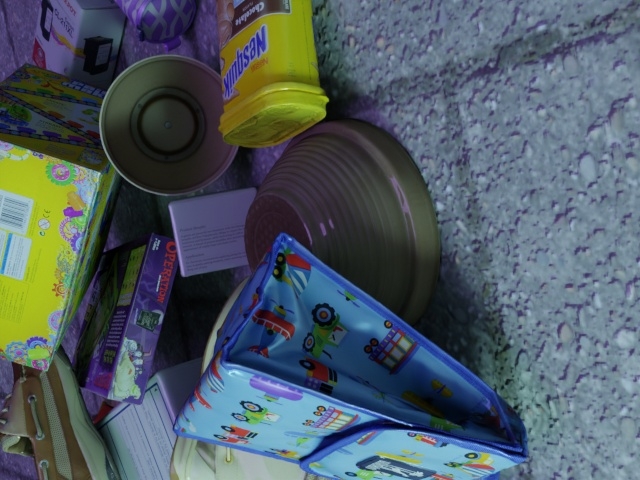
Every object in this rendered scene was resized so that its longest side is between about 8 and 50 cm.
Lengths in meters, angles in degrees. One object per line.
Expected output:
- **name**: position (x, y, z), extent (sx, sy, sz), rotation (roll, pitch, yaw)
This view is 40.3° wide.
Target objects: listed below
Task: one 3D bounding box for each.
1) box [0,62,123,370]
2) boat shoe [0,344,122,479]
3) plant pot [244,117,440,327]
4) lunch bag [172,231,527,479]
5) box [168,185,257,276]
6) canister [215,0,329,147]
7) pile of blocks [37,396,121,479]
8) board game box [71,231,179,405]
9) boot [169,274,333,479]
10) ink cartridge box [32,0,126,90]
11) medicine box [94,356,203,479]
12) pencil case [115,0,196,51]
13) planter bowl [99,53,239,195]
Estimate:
- **box**: position (-0.373, -0.040, 1.148), extent (0.279, 0.177, 0.290), rotation (-89, 19, -65)
- **boat shoe**: position (-0.377, 0.242, 1.179), extent (0.324, 0.120, 0.122), rotation (57, 153, 24)
- **plant pot**: position (0.000, 0.000, 0.884), extent (0.237, 0.109, 0.237), rotation (20, 117, 46)
- **lunch bag**: position (0.038, 0.154, 0.811), extent (0.293, 0.138, 0.221), rotation (27, 147, -6)
- **box**: position (-0.119, -0.013, 1.010), extent (0.102, 0.101, 0.087), rotation (-150, 50, -80)
- **canister**: position (-0.055, -0.195, 0.890), extent (0.126, 0.073, 0.170), rotation (-22, 69, 52)
- **pile of blocks**: position (-0.352, 0.329, 1.321), extent (0.362, 0.149, 0.113), rotation (-95, 13, -58)
- **board game box**: position (-0.276, 0.107, 1.192), extent (0.347, 0.056, 0.208), rotation (-11, 60, 66)
- **boot**: position (-0.038, 0.176, 0.990), extent (0.203, 0.262, 0.095), rotation (10, 154, 16)
- **ink cartridge box**: position (-0.352, -0.301, 1.262), extent (0.127, 0.072, 0.175), rotation (53, 138, 28)
- **medicine box**: position (-0.159, 0.315, 1.159), extent (0.289, 0.149, 0.263), rotation (-40, 70, 51)
- **pencil case**: position (-0.233, -0.329, 1.098), extent (0.206, 0.086, 0.088), rotation (53, 165, 28)
- **planter bowl**: position (-0.181, -0.139, 1.050), extent (0.109, 0.162, 0.162), rotation (-144, 46, -75)
